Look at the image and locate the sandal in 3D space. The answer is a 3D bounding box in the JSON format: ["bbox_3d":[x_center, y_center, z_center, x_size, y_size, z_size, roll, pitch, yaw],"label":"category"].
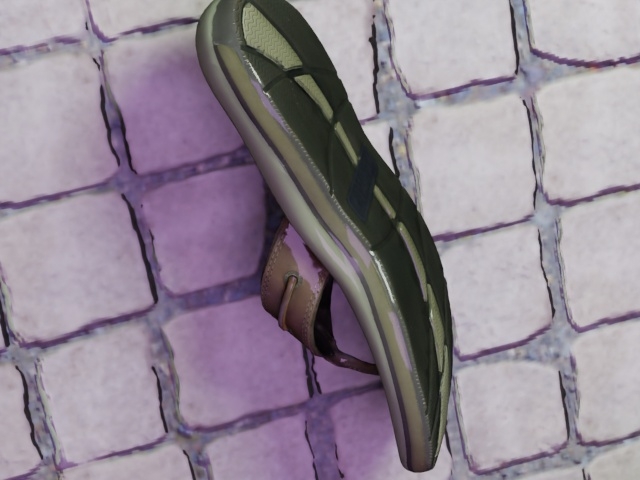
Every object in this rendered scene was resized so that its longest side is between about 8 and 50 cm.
[{"bbox_3d":[0.000,-0.002,0.904,0.086,0.120,0.302,-20,110,22],"label":"sandal"}]
